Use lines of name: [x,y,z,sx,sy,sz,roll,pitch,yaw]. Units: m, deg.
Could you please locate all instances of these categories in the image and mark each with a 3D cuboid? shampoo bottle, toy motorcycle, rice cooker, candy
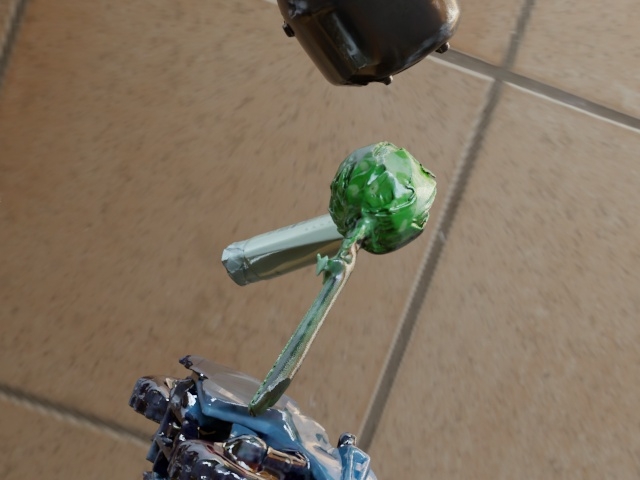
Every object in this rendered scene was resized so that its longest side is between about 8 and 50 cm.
shampoo bottle: [0.000,0.000,1.634,0.212,0.072,0.049,-17,90,28]
toy motorcycle: [-0.073,0.234,1.660,0.232,0.416,0.172,22,90,-17]
rice cooker: [0.039,-0.193,1.285,0.142,0.203,0.118,-30,103,1]
candy: [0.011,0.031,1.337,0.097,0.323,0.097,15,135,16]
